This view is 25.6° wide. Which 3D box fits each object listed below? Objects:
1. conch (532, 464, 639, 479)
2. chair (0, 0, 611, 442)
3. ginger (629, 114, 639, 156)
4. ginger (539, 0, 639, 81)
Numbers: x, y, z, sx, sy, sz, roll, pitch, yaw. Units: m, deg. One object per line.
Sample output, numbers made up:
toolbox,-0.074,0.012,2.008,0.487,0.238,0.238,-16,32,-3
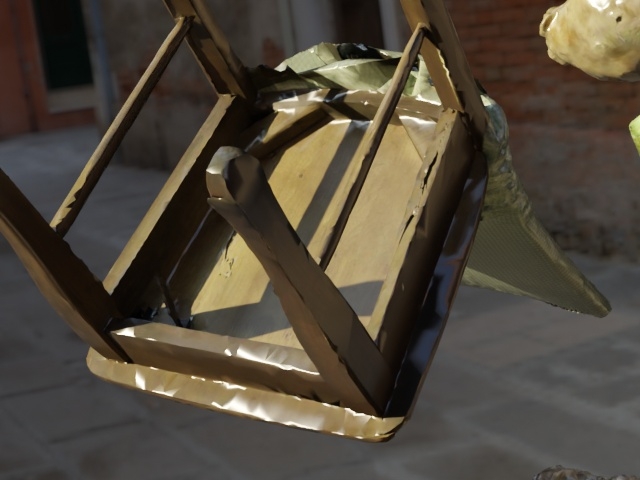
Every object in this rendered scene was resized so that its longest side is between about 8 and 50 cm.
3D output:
conch,0.101,0.167,0.548,0.178,0.163,0.245,-10,-20,2
chair,0.000,0.000,0.614,0.160,0.319,0.186,7,58,30
ginger,0.296,0.008,0.845,0.137,0.290,0.089,-13,35,48
ginger,0.376,-0.222,1.316,0.375,0.256,0.176,31,27,1
